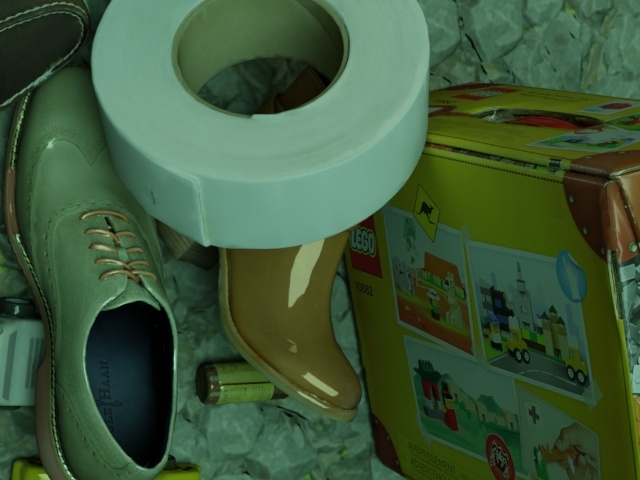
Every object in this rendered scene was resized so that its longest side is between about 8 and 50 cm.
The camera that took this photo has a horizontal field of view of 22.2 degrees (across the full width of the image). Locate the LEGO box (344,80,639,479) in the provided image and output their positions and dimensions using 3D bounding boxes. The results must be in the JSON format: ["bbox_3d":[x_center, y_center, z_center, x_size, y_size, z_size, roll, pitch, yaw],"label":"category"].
[{"bbox_3d":[0.214,0.069,1.453,0.193,0.500,0.372,-15,105,-22],"label":"LEGO box"}]

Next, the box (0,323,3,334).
[{"bbox_3d":[-0.374,0.055,1.363,0.170,0.091,0.130,-24,90,1],"label":"box"}]

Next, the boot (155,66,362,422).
[{"bbox_3d":[0.000,0.000,1.471,0.220,0.283,0.109,-43,155,13],"label":"boot"}]

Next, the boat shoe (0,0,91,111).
[{"bbox_3d":[-0.329,-0.100,1.360,0.342,0.123,0.123,-29,143,-14],"label":"boat shoe"}]

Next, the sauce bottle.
[{"bbox_3d":[-0.056,0.138,1.593,0.128,0.042,0.042,1,98,-25],"label":"sauce bottle"}]

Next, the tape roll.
[{"bbox_3d":[-0.049,-0.132,1.384,0.286,0.286,0.100,-30,150,-18],"label":"tape roll"}]

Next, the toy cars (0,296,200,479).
[{"bbox_3d":[-0.254,0.179,1.483,0.176,0.087,0.394,-45,113,-12],"label":"toy cars"}]

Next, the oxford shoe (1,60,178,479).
[{"bbox_3d":[-0.180,0.024,1.422,0.140,0.146,0.397,-6,81,-32],"label":"oxford shoe"}]
